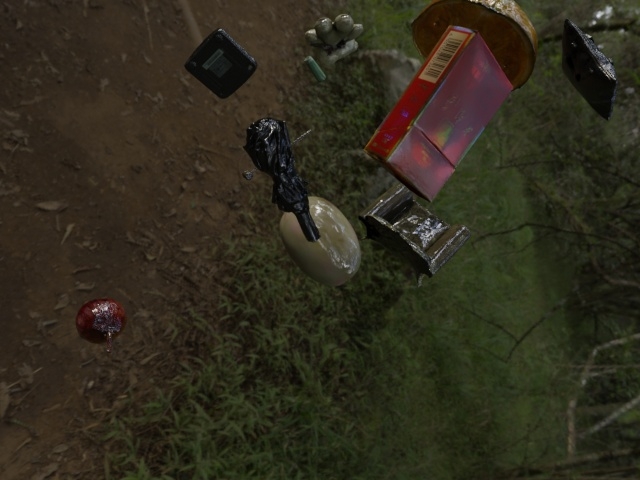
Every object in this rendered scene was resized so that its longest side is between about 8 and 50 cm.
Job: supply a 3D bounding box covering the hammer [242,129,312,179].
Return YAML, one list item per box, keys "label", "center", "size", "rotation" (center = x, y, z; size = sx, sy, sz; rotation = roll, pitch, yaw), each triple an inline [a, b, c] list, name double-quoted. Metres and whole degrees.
- label: "hammer"
  center: [-0.147, -0.302, 1.796]
  size: [0.029, 0.292, 0.058]
  rotation: [57, -9, -25]

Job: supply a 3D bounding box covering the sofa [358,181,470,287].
- label: "sofa"
  center: [0.258, -0.033, 1.406]
  size: [0.200, 0.182, 0.258]
  rotation: [-40, 67, -23]

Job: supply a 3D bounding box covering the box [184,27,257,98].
- label: "box"
  center: [-0.220, -0.390, 1.152]
  size: [0.125, 0.126, 0.027]
  rotation: [37, 28, -33]

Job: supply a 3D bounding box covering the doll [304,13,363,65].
- label: "doll"
  center: [0.039, -0.679, 1.742]
  size: [0.175, 0.149, 0.278]
  rotation: [23, 4, 1]

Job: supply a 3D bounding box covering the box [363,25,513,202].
- label: "box"
  center: [0.257, -0.262, 1.106]
  size: [0.197, 0.313, 0.089]
  rotation: [30, 7, -45]

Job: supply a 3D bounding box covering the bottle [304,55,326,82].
- label: "bottle"
  center: [-0.017, -0.534, 1.607]
  size: [0.083, 0.030, 0.030]
  rotation: [48, 34, -31]

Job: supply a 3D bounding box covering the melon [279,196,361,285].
- label: "melon"
  center: [0.000, 0.000, 1.677]
  size: [0.317, 0.223, 0.223]
  rotation: [51, 33, -3]

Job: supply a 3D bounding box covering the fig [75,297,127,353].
- label: "fig"
  center: [-0.583, 0.221, 1.357]
  size: [0.128, 0.128, 0.150]
  rotation: [50, 17, -18]

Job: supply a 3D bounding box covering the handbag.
- label: "handbag"
  center: [0.758, -0.483, 1.461]
  size: [0.211, 0.088, 0.254]
  rotation: [33, 32, -63]

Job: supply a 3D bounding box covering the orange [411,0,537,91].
- label: "orange"
  center: [0.425, -0.533, 1.381]
  size: [0.274, 0.274, 0.310]
  rotation: [3, 48, -53]

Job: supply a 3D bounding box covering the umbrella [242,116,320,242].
- label: "umbrella"
  center: [-0.081, -0.141, 1.276]
  size: [0.340, 0.118, 0.118]
  rotation: [64, 29, -27]
